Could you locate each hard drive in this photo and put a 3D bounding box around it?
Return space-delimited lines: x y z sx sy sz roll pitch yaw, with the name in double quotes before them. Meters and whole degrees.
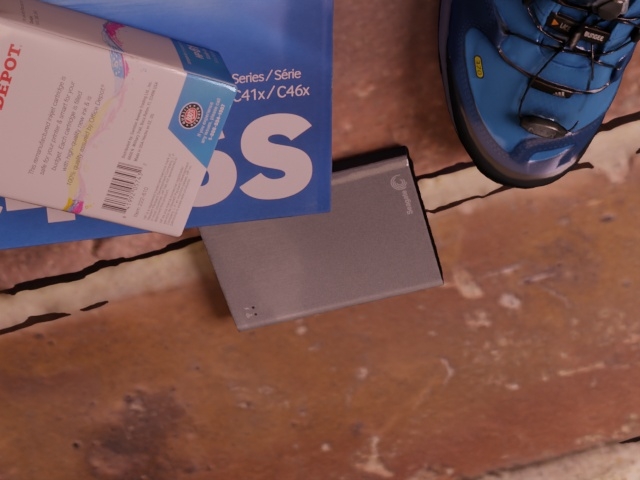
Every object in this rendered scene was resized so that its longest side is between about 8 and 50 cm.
"hard drive" 0.000 0.000 0.841 0.135 0.022 0.094 -14 120 9

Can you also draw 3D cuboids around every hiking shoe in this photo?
"hiking shoe" 0.131 -0.148 0.685 0.113 0.132 0.304 10 121 -5

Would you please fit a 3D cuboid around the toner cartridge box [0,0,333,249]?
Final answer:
"toner cartridge box" -0.168 -0.081 0.719 0.347 0.075 0.165 -7 121 -11

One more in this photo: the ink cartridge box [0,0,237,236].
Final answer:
"ink cartridge box" -0.115 -0.062 0.668 0.122 0.052 0.089 13 115 -24
